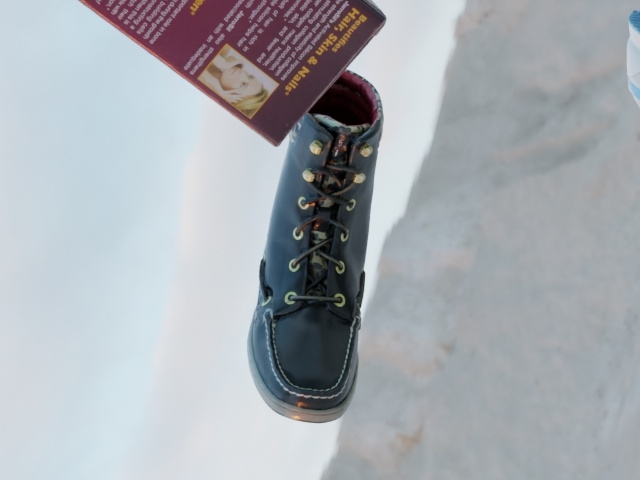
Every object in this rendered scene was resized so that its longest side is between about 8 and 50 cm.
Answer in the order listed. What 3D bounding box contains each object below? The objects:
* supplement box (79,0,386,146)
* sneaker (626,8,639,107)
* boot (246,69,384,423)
[{"bbox_3d":[-0.068,-0.157,0.810,0.104,0.188,0.081,-49,22,13],"label":"supplement box"},{"bbox_3d":[0.319,-0.100,1.094,0.228,0.087,0.092,-112,10,-47],"label":"sneaker"},{"bbox_3d":[-0.002,-0.001,1.019,0.236,0.085,0.178,-88,6,-51],"label":"boot"}]
